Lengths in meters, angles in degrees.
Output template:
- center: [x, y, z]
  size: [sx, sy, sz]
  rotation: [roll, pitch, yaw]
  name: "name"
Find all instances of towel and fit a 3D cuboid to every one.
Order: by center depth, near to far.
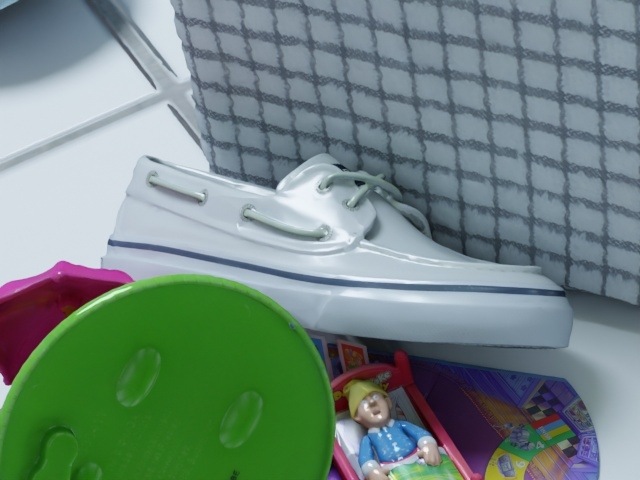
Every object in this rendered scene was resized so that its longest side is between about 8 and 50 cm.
- center: [0.071, -0.104, 0.695]
  size: [0.283, 0.235, 0.121]
  rotation: [14, 43, 31]
  name: "towel"

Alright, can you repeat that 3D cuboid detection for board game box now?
- center: [0.023, 0.083, 0.642]
  size: [0.168, 0.033, 0.133]
  rotation: [7, 43, 26]
  name: "board game box"

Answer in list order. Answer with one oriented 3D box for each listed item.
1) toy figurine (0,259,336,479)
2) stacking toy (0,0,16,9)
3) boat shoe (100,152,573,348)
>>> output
- center: [-0.094, 0.077, 0.645]
  size: [0.173, 0.130, 0.159]
  rotation: [-64, 28, 2]
  name: "toy figurine"
- center: [-0.278, -0.127, 0.986]
  size: [0.309, 0.130, 0.279]
  rotation: [-35, 16, -28]
  name: "stacking toy"
- center: [0.000, 0.000, 0.691]
  size: [0.226, 0.076, 0.083]
  rotation: [6, -2, 27]
  name: "boat shoe"
